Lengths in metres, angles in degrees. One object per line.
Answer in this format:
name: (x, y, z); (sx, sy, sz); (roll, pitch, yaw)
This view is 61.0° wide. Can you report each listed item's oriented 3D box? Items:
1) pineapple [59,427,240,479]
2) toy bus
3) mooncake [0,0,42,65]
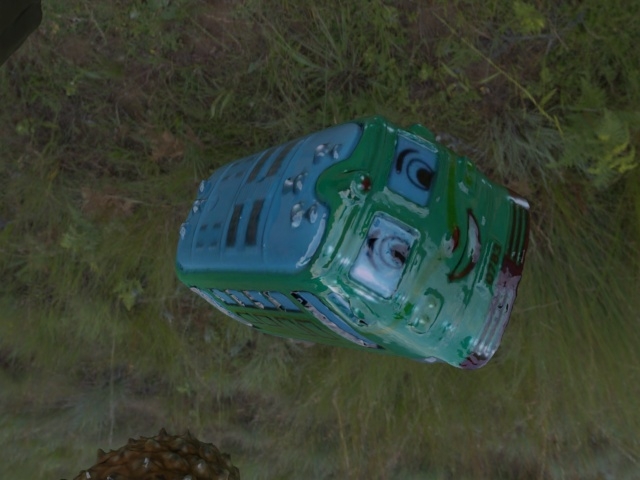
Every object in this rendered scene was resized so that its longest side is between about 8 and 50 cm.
pineapple: (-0.153, 0.222, 0.375); (0.169, 0.169, 0.340); (-11, 161, 3)
toy bus: (0.000, 0.000, 0.543); (0.199, 0.184, 0.343); (31, 159, -31)
mooncake: (-0.362, -0.246, 0.469); (0.228, 0.124, 0.228); (10, 140, 9)
